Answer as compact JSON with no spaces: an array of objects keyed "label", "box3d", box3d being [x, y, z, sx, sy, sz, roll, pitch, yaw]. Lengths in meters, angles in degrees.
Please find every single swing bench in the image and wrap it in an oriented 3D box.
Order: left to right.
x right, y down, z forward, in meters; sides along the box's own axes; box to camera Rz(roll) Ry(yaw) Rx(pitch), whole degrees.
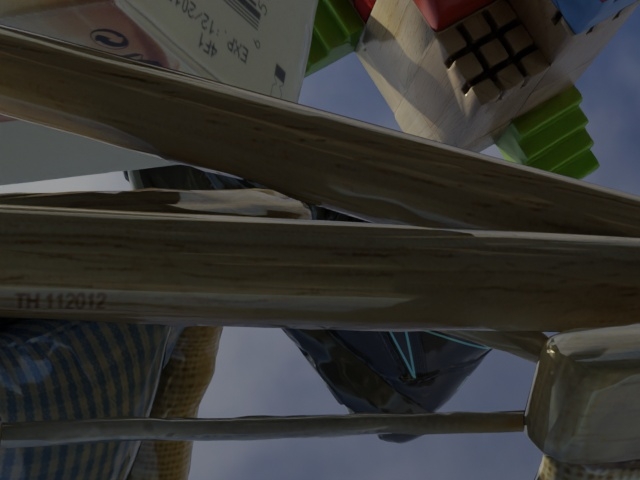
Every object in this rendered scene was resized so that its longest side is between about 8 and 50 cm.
[{"label":"swing bench","box3d":[-0.026,0.098,0.422,0.255,0.253,0.165,9,-157,-2]}]

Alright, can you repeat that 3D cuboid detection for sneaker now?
[{"label":"sneaker","box3d":[0.000,0.000,1.030,0.106,0.267,0.101,-39,-140,13]}]

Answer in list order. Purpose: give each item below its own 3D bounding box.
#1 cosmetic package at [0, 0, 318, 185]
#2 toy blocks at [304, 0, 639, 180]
[{"label":"cosmetic package","box3d":[-0.155,-0.113,0.848,0.296,0.129,0.153,-7,-118,31]},{"label":"toy blocks","box3d":[0.054,-0.214,1.140,0.191,0.261,0.381,-30,-99,-15]}]
